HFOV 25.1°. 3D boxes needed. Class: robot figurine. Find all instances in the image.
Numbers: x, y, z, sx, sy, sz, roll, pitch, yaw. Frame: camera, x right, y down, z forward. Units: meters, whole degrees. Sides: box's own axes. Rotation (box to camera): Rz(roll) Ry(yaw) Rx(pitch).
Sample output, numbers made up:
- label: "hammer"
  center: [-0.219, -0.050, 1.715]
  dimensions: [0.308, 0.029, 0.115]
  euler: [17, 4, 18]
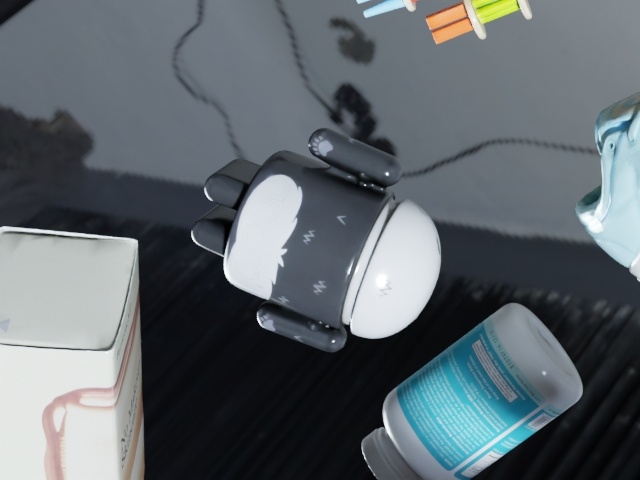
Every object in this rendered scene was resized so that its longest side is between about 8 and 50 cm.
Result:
- label: "robot figurine"
  center: [0.000, 0.001, 1.634]
  dimensions: [0.278, 0.173, 0.209]
  euler: [22, 151, 10]

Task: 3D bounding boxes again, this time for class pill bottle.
- label: "pill bottle"
  center: [0.178, 0.206, 1.767]
  dimensions: [0.264, 0.146, 0.146]
  euler: [-38, 99, 15]

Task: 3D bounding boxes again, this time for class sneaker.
- label: "sneaker"
  center: [0.338, -0.100, 1.392]
  dimensions: [0.150, 0.135, 0.366]
  euler: [35, 140, 14]

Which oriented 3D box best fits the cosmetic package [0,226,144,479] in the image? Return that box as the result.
- label: "cosmetic package"
  center: [-0.229, 0.150, 1.280]
  dimensions: [0.129, 0.153, 0.296]
  euler: [4, 131, 1]

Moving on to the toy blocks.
- label: "toy blocks"
  center: [0.120, -0.237, 1.411]
  dimensions: [0.148, 0.054, 0.123]
  euler: [-20, 142, 14]
